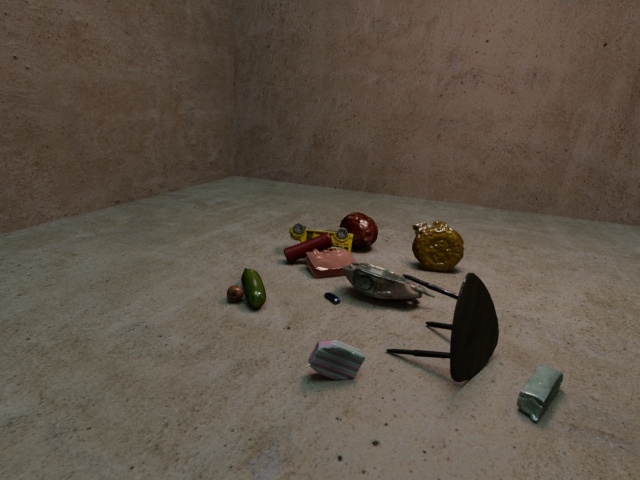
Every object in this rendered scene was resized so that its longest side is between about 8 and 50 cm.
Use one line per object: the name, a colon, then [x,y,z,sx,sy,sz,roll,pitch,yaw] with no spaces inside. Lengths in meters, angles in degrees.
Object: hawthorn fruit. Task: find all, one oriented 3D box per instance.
hawthorn fruit: [-0.333,0.200,1.593,0.066,0.067,0.103,1,17,-4]

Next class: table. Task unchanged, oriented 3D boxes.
table: [0.389,0.269,1.299,0.317,0.318,0.248,-15,12,-43]

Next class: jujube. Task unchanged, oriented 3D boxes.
jujube: [0.206,-0.057,2.240,0.196,0.198,0.290,-4,16,-19]

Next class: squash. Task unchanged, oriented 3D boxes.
squash: [-0.277,0.176,1.643,0.087,0.087,0.331,-3,18,-16]

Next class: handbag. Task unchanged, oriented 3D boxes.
handbag: [0.046,0.099,1.895,0.212,0.060,0.157,-4,36,-21]

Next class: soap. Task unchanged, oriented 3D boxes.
soap: [0.040,0.343,1.163,0.148,0.100,0.056,24,7,-16]

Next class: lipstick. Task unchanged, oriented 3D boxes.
lipstick: [-0.057,0.034,1.966,0.240,0.080,0.080,-21,19,3]

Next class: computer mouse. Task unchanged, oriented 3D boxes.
computer mouse: [0.267,0.188,1.647,0.388,0.115,0.199,19,12,13]

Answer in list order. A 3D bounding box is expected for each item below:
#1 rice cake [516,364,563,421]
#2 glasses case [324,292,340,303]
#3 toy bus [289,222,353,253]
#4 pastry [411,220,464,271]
rice cake: [0.601,0.408,1.109,0.206,0.064,0.069,-15,23,-42]
glasses case: [0.048,0.227,1.625,0.033,0.023,0.083,-11,23,-30]
toy bus: [0.000,0.000,2.074,0.329,0.152,0.144,6,-1,5]
pastry: [0.570,0.030,1.957,0.239,0.236,0.132,-6,23,4]
